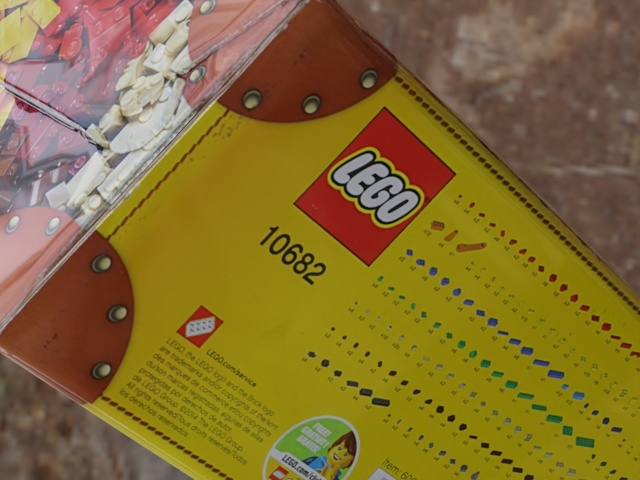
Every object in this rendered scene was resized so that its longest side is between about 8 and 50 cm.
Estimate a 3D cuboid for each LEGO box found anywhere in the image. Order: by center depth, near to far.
[{"bbox_3d":[0.000,0.000,1.009,0.193,0.500,0.372,-46,41,5],"label":"LEGO box"}]
